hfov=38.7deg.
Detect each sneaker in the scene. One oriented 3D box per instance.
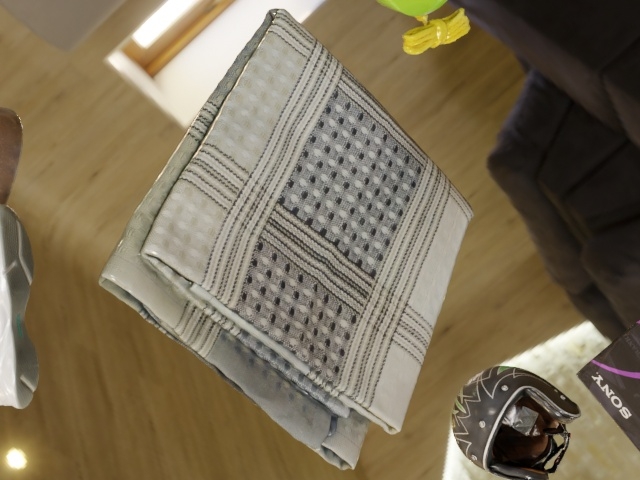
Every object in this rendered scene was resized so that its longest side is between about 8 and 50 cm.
[{"bbox_3d":[-0.247,0.049,0.674,0.053,0.061,0.152,-6,-84,-83],"label":"sneaker"}]

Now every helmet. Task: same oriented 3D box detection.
[{"bbox_3d":[0.265,0.255,1.284,0.161,0.170,0.169,22,-173,0],"label":"helmet"}]

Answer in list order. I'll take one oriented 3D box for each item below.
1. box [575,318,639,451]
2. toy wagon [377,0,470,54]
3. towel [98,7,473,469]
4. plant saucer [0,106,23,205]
[{"bbox_3d":[0.203,0.058,0.397,0.029,0.162,0.116,-18,-117,-42],"label":"box"},{"bbox_3d":[0.051,-0.312,0.688,0.068,0.267,0.345,38,147,51],"label":"toy wagon"},{"bbox_3d":[0.000,0.000,0.811,0.056,0.324,0.312,-9,136,48],"label":"towel"},{"bbox_3d":[-0.374,0.002,0.786,0.050,0.310,0.311,38,-168,-37],"label":"plant saucer"}]
